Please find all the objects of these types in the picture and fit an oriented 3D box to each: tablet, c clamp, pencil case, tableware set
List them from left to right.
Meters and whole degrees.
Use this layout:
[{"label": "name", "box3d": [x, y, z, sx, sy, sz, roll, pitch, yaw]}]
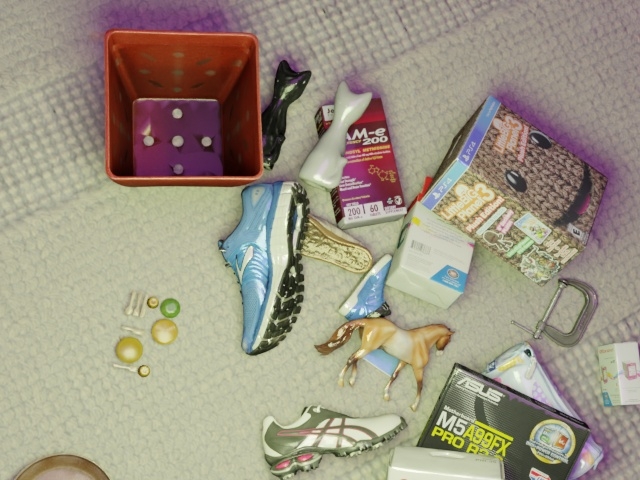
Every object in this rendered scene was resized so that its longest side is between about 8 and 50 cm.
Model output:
[{"label": "tableware set", "box3d": [-0.319, 0.175, 1.857, 0.104, 0.024, 0.154, 15, 76, -11]}, {"label": "tablet", "box3d": [0.117, 0.220, 1.937, 0.083, 0.006, 0.054, 34, 75, -4]}, {"label": "pencil case", "box3d": [0.423, 0.325, 1.916, 0.273, 0.124, 0.113, 56, 35, 1]}, {"label": "c clamp", "box3d": [0.480, 0.140, 2.013, 0.137, 0.022, 0.161, 36, 76, -2]}]

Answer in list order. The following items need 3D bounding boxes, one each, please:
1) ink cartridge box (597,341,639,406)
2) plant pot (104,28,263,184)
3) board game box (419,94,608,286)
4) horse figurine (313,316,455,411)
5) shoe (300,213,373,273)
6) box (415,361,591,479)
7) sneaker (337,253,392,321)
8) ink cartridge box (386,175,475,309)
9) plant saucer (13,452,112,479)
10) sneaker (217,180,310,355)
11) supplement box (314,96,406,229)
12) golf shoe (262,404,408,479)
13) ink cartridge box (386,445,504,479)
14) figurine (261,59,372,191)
[{"label": "ink cartridge box", "box3d": [0.591, 0.263, 1.976, 0.052, 0.088, 0.122, -1, 79, -8]}, {"label": "plant pot", "box3d": [-0.256, -0.212, 1.832, 0.267, 0.236, 0.267, 0, 79, -12]}, {"label": "board game box", "box3d": [0.376, -0.097, 1.931, 0.291, 0.141, 0.232, 34, 46, -3]}, {"label": "horse figurine", "box3d": [0.125, 0.211, 1.889, 0.263, 0.066, 0.174, 22, 91, -23]}, {"label": "shoe", "box3d": [0.000, 0.000, 1.937, 0.219, 0.058, 0.076, 28, 104, 0]}, {"label": "box", "box3d": [0.324, 0.379, 1.841, 0.270, 0.060, 0.216, 25, 96, 5]}, {"label": "sneaker", "box3d": [0.110, 0.104, 1.932, 0.084, 0.058, 0.152, 40, 72, -4]}, {"label": "ink cartridge box", "box3d": [0.223, 0.002, 1.942, 0.134, 0.078, 0.231, 24, 55, -6]}, {"label": "plant saucer", "box3d": [-0.455, 0.474, 1.765, 0.198, 0.036, 0.199, 2, 79, -11]}, {"label": "sneaker", "box3d": [-0.114, 0.050, 1.879, 0.147, 0.130, 0.330, 7, 89, 24]}, {"label": "supplement box", "box3d": [0.077, -0.150, 1.967, 0.130, 0.073, 0.239, -10, 80, -12]}, {"label": "golf shoe", "box3d": [0.026, 0.350, 1.848, 0.273, 0.105, 0.120, -14, 75, -13]}, {"label": "ink cartridge box", "box3d": [0.210, 0.525, 1.777, 0.207, 0.117, 0.283, 5, 96, 8]}, {"label": "figurine", "box3d": [-0.024, -0.220, 1.902, 0.215, 0.092, 0.209, 21, 87, 17]}]
